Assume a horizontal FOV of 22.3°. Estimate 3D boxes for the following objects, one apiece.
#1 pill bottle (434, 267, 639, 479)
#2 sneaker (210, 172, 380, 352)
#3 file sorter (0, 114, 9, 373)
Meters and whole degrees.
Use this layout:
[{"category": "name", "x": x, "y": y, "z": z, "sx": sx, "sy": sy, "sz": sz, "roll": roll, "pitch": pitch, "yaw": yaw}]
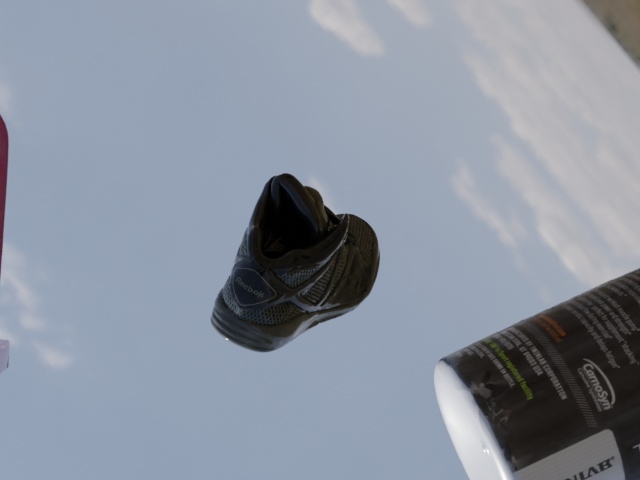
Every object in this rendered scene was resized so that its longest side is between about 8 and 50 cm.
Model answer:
[{"category": "pill bottle", "x": 0.208, "y": 0.086, "z": 1.040, "sx": 0.130, "sy": 0.246, "sz": 0.130, "roll": 156, "pitch": 90, "yaw": -82}, {"category": "sneaker", "x": 0.000, "y": 0.000, "z": 1.362, "sx": 0.087, "sy": 0.130, "sz": 0.227, "roll": 33, "pitch": -151, "yaw": 19}, {"category": "file sorter", "x": -0.281, "y": -0.011, "z": 0.876, "sx": 0.291, "sy": 0.202, "sz": 0.182, "roll": 180, "pitch": 93, "yaw": -85}]
